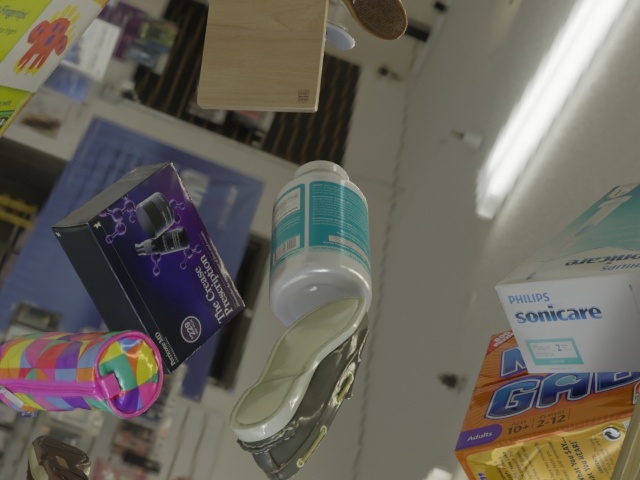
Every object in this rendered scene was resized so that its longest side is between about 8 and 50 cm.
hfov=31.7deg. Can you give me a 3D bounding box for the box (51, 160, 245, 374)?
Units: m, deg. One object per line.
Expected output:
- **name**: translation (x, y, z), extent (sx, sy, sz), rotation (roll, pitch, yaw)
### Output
- **box**: translation (-0.251, 0.041, 1.681), extent (0.103, 0.261, 0.184), rotation (-3, -150, 47)

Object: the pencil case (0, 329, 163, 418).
- **pencil case**: translation (-0.284, 0.153, 1.285), extent (0.236, 0.104, 0.104), rotation (-9, -126, 43)

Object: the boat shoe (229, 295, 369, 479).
- **boat shoe**: translation (-0.011, 0.174, 1.399), extent (0.109, 0.091, 0.305), rotation (-13, -158, 32)

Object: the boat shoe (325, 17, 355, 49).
- **boat shoe**: translation (0.025, -0.327, 1.755), extent (0.035, 0.100, 0.035), rotation (-32, 132, -25)

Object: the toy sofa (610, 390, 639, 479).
- **toy sofa**: translation (0.387, 0.200, 1.080), extent (0.150, 0.177, 0.363), rotation (45, -43, 47)

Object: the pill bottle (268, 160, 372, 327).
- **pill bottle**: translation (0.000, 0.000, 1.656), extent (0.264, 0.146, 0.146), rotation (-89, -161, -47)

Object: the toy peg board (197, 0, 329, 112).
- **toy peg board**: translation (-0.070, -0.243, 1.519), extent (0.079, 0.161, 0.161), rotation (49, 45, -74)

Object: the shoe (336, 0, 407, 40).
- **shoe**: translation (0.055, -0.397, 1.763), extent (0.076, 0.219, 0.058), rotation (-42, -147, 15)

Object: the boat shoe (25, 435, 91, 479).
- **boat shoe**: translation (-0.383, 0.347, 1.589), extent (0.095, 0.095, 0.257), rotation (-65, -169, -3)

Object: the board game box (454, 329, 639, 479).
- **board game box**: translation (0.487, 0.347, 1.886), extent (0.356, 0.357, 0.356), rotation (-20, -160, 27)

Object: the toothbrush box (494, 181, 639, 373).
- **toothbrush box**: translation (0.385, 0.032, 1.331), extent (0.216, 0.126, 0.295), rotation (-9, -162, 48)

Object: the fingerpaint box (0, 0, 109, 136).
- **fingerpaint box**: translation (-0.348, -0.228, 1.010), extent (0.371, 0.163, 0.445), rotation (-49, -178, 8)
